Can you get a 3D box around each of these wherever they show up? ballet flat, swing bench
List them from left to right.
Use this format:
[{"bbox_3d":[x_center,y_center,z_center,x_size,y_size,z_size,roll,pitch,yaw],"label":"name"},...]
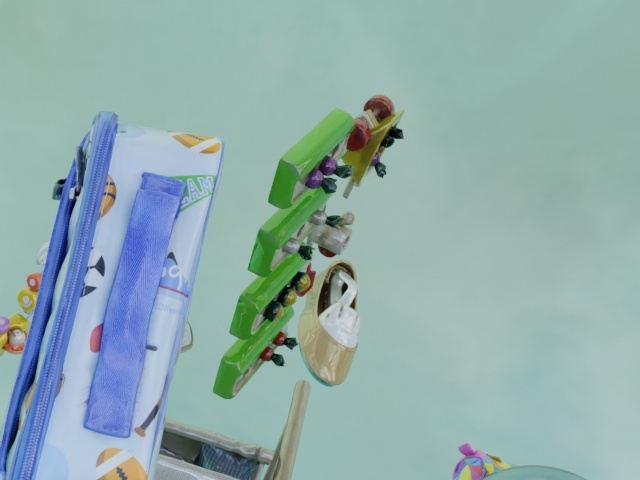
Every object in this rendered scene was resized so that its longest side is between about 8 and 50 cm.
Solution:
[{"bbox_3d":[-0.159,0.236,1.429,0.253,0.254,0.165,19,112,-4],"label":"swing bench"},{"bbox_3d":[0.016,0.093,1.692,0.080,0.232,0.073,33,112,-17],"label":"ballet flat"}]

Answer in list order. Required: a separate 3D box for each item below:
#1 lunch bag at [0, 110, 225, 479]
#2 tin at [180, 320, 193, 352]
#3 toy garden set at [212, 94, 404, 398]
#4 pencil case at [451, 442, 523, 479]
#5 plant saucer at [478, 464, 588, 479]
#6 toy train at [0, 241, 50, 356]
[{"bbox_3d":[-0.149,0.063,0.932,0.115,0.243,0.303,12,72,-10],"label":"lunch bag"},{"bbox_3d":[-0.221,0.110,1.861,0.040,0.190,0.106,-25,87,9],"label":"tin"},{"bbox_3d":[0.000,0.000,1.165,0.049,0.204,0.244,26,125,12],"label":"toy garden set"},{"bbox_3d":[0.303,0.374,1.974,0.236,0.104,0.104,21,83,-20],"label":"pencil case"},{"bbox_3d":[0.283,0.461,1.805,0.318,0.044,0.317,-3,83,26],"label":"plant saucer"},{"bbox_3d":[-0.328,0.083,1.469,0.046,0.125,0.166,40,75,14],"label":"toy train"}]
